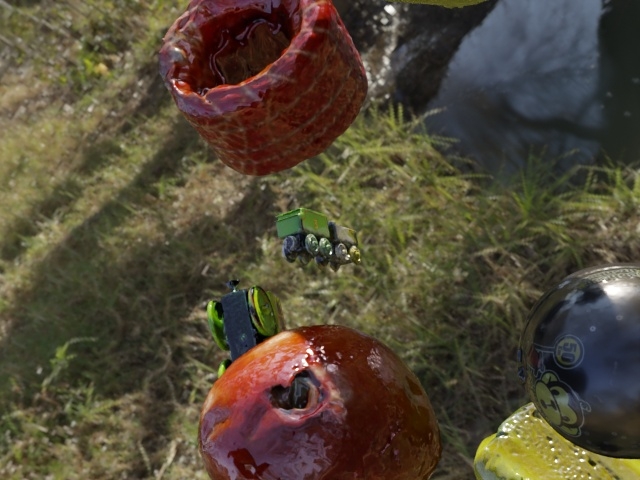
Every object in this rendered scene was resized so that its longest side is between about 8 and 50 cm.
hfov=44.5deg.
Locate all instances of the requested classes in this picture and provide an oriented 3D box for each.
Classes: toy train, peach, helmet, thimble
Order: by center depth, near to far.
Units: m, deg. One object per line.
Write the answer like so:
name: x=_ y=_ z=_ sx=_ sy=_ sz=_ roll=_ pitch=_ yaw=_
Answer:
peach: x=0.003 y=0.209 z=0.859 sx=0.281 sy=0.281 sz=0.238 roll=-11 pitch=62 yaw=54
helmet: x=0.366 y=0.148 z=0.893 sx=0.278 sy=0.231 sz=0.160 roll=-8 pitch=6 yaw=17
toy train: x=-0.092 y=0.209 z=1.190 sx=0.100 sy=0.160 sz=0.296 roll=-16 pitch=69 yaw=10
toy train: x=0.000 y=0.000 z=1.215 sx=0.060 sy=0.202 sz=0.081 roll=-17 pitch=75 yaw=25
thimble: x=-0.105 y=-0.315 z=1.453 sx=0.350 sy=0.230 sz=0.350 roll=-10 pitch=58 yaw=17

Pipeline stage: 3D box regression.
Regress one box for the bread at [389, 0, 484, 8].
bread: x=0.133 y=-0.511 z=1.113 sx=0.348 sy=0.307 sz=0.348 roll=19 pitch=114 yaw=52

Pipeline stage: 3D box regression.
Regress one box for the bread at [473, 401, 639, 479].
bread: x=0.445 y=0.451 z=1.335 sx=0.251 sy=0.208 sz=0.376 roll=-28 pitch=49 yaw=-23
